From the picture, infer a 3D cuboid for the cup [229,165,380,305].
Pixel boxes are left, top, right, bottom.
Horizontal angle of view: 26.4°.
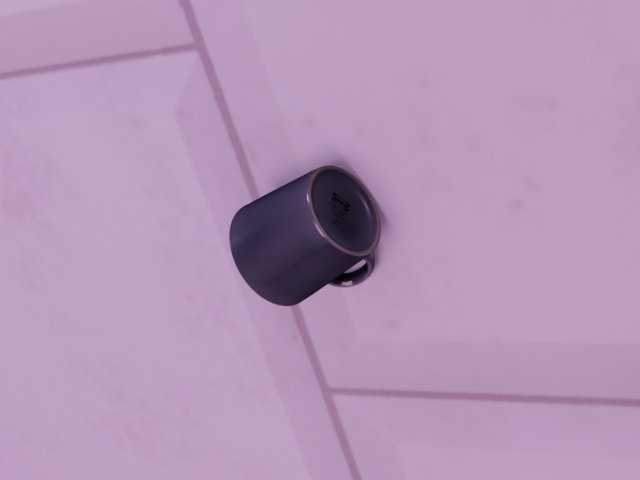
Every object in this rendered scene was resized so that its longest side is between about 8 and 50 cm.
[{"bbox_3d":[0.000,0.000,0.933,0.100,0.078,0.077,29,138,-33],"label":"cup"}]
